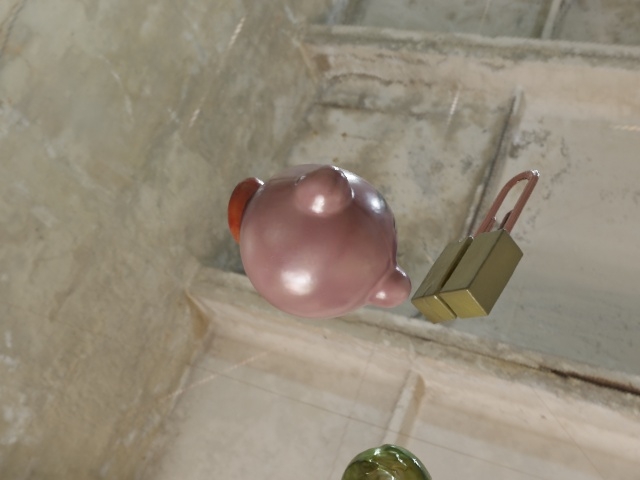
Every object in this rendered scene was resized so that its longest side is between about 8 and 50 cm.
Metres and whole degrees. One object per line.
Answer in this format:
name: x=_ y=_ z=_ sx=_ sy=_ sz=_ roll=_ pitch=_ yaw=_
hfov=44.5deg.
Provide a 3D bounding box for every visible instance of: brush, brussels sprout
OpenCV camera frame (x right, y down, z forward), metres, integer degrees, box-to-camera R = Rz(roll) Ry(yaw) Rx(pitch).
brush: x=0.206 y=-0.003 z=0.941 sx=0.233 sy=0.047 sz=0.103 roll=-52 pitch=-163 yaw=-29
brussels sprout: x=0.076 y=0.323 z=0.868 sx=0.131 sy=0.145 sz=0.183 roll=4 pitch=-120 yaw=-2

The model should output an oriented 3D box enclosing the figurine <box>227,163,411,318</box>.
figurine: x=0.000 y=0.000 z=0.816 sx=0.173 sy=0.173 sz=0.173 roll=-15 pitch=-124 yaw=23
